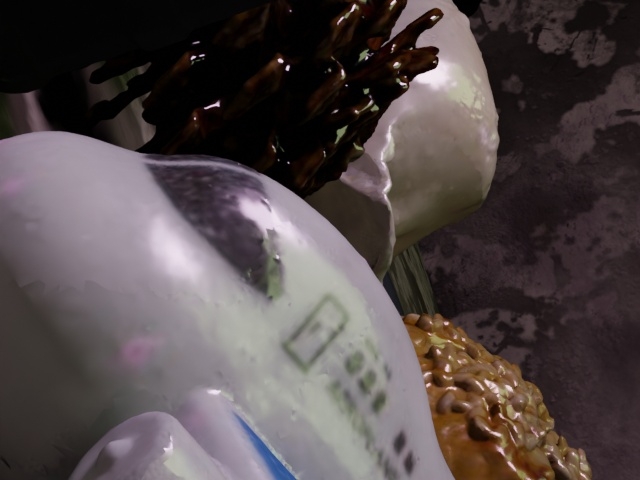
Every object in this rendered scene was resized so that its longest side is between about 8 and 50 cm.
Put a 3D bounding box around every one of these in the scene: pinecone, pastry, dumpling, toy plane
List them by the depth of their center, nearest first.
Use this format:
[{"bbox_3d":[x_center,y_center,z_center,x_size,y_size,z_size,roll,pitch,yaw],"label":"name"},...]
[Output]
[{"bbox_3d":[-0.009,0.072,0.451,0.267,0.122,0.267,48,5,-6],"label":"toy plane"},{"bbox_3d":[-0.045,-0.090,0.674,0.165,0.163,0.163,46,6,1],"label":"pinecone"},{"bbox_3d":[0.043,-0.063,1.018,0.175,0.243,0.227,25,-37,28],"label":"dumpling"},{"bbox_3d":[0.105,0.190,1.021,0.255,0.162,0.311,8,64,-85],"label":"pastry"}]

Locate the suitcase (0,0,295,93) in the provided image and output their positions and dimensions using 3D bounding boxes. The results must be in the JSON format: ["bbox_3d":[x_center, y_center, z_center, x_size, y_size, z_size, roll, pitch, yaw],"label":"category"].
[{"bbox_3d":[-0.075,-0.204,0.494,0.066,0.206,0.285,-79,149,-62],"label":"suitcase"}]

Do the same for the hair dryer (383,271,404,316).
[{"bbox_3d":[0.000,0.000,1.194,0.219,0.071,0.124,-118,-173,-72],"label":"hair dryer"}]

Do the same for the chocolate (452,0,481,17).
[{"bbox_3d":[-0.002,-0.267,1.138,0.186,0.283,0.283,60,0,32],"label":"chocolate"}]
